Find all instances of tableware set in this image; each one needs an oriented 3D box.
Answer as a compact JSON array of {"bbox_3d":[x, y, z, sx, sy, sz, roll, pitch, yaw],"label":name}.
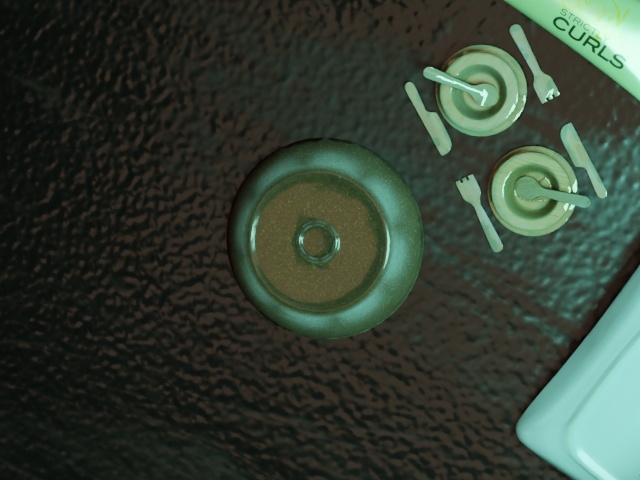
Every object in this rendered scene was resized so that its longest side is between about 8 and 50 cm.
[{"bbox_3d":[0.175,-0.094,1.638,0.128,0.039,0.194,-28,89,13],"label":"tableware set"}]

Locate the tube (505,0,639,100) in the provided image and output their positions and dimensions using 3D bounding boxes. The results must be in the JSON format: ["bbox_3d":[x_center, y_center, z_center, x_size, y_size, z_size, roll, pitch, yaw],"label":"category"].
[{"bbox_3d":[0.245,-0.214,1.605,0.240,0.062,0.070,34,141,2],"label":"tube"}]

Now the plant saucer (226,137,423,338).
[{"bbox_3d":[0.000,0.000,1.686,0.199,0.036,0.198,1,95,13],"label":"plant saucer"}]

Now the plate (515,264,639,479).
[{"bbox_3d":[0.353,0.171,1.586,0.277,0.045,0.278,37,118,6],"label":"plate"}]
